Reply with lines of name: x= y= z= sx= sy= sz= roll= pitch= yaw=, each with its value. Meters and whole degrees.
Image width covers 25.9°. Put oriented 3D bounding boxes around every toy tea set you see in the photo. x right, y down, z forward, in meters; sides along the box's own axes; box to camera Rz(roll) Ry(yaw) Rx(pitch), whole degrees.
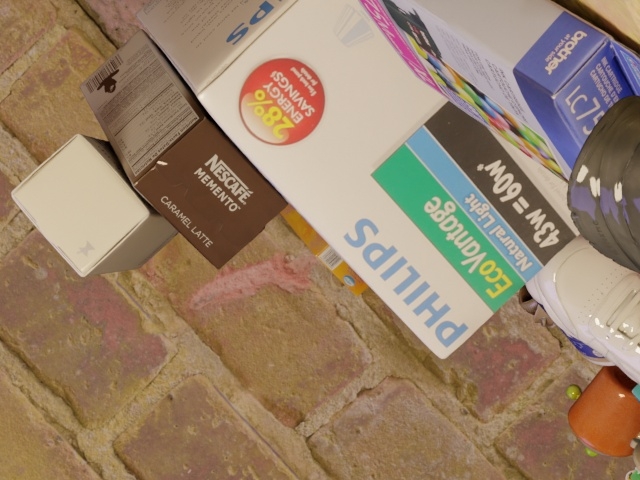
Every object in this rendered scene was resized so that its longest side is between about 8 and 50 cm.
toy tea set: x=0.415 y=0.279 z=1.644 sx=0.200 sy=0.124 sz=0.336 roll=14 pitch=-150 yaw=-15

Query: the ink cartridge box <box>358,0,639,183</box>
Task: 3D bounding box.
ink cartridge box: x=0.140 y=-0.116 z=0.967 sx=0.311 sy=0.065 sz=0.186 roll=39 pitch=176 yaw=40

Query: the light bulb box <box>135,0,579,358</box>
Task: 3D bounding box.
light bulb box: x=0.038 y=-0.132 z=1.346 sx=0.358 sy=0.225 sz=0.361 roll=47 pitch=-178 yaw=-25

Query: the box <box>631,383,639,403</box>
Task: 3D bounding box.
box: x=0.463 y=0.221 z=1.526 sx=0.244 sy=0.100 sz=0.060 roll=48 pitch=-179 yaw=39

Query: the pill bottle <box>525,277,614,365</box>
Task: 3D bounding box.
pill bottle: x=0.288 y=0.043 z=1.520 sx=0.187 sy=0.112 sz=0.112 roll=46 pitch=-178 yaw=-33

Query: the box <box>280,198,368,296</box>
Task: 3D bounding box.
box: x=0.000 y=0.000 z=1.523 sx=0.081 sy=0.028 sz=0.136 roll=45 pitch=-179 yaw=-36

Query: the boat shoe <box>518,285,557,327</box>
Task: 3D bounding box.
boat shoe: x=0.302 y=0.054 z=1.760 sx=0.324 sy=0.116 sz=0.123 roll=47 pitch=-178 yaw=-14

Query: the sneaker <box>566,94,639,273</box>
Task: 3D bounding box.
sneaker: x=0.261 y=0.028 z=0.836 sx=0.286 sy=0.109 sz=0.130 roll=38 pitch=171 yaw=-40

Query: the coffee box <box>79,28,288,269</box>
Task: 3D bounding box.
coffee box: x=-0.144 y=-0.098 z=1.419 sx=0.141 sy=0.098 sz=0.246 roll=46 pitch=-176 yaw=-36

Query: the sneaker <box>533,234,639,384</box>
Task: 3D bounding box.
sneaker: x=0.348 y=0.095 z=1.379 sx=0.305 sy=0.114 sz=0.152 roll=38 pitch=176 yaw=-11

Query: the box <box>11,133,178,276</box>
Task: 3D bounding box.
box: x=-0.217 y=-0.035 z=1.439 sx=0.113 sy=0.094 sz=0.275 roll=48 pitch=-177 yaw=1
